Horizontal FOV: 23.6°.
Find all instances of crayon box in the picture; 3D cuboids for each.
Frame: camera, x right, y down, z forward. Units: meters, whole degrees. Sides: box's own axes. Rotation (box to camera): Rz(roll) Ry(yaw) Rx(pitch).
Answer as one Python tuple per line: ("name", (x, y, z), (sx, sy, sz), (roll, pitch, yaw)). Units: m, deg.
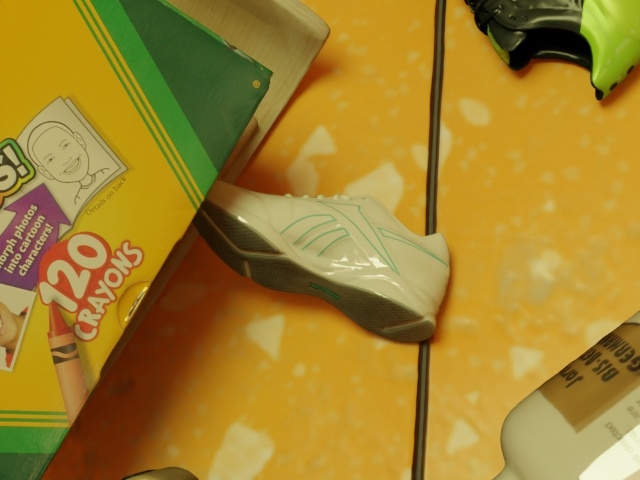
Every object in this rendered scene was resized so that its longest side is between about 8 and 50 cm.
("crayon box", (-0.167, -0.008, 0.769), (0.165, 0.081, 0.278), (32, 79, -16))

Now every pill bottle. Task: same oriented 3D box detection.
("pill bottle", (0.156, 0.107, 0.703), (0.229, 0.131, 0.131), (-38, 61, 0))

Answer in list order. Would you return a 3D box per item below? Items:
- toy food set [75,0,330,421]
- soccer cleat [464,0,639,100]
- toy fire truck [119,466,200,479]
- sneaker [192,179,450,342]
("toy food set", (-0.163, -0.056, 0.851), (0.219, 0.092, 0.306), (34, 80, -3))
("soccer cleat", (0.106, -0.143, 0.872), (0.179, 0.060, 0.072), (32, 82, 25))
("toy fire truck", (-0.093, 0.261, 0.729), (0.217, 0.158, 0.246), (-40, 81, 5))
("sneaker", (0.000, 0.000, 0.838), (0.152, 0.054, 0.061), (25, 61, 1))
